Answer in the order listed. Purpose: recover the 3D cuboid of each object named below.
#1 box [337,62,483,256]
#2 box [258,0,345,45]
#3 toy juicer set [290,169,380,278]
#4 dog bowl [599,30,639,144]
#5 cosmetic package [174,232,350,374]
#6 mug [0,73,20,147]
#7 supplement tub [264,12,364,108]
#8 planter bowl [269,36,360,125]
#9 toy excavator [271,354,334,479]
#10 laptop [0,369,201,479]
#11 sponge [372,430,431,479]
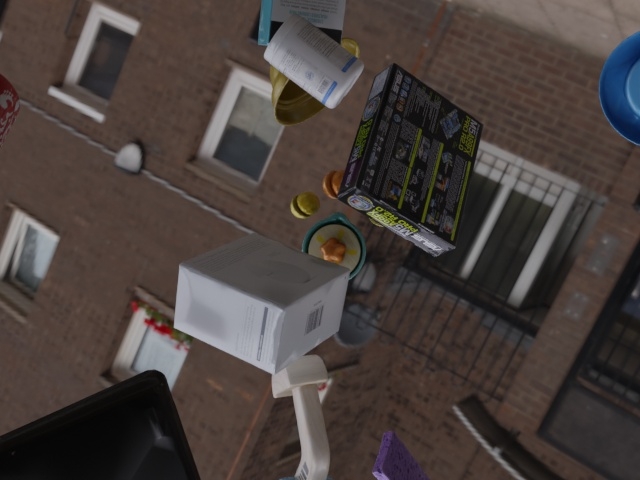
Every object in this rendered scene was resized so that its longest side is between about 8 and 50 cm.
[{"bbox_3d":[0.161,-0.139,1.382,0.216,0.270,0.060,29,151,-22],"label":"box"},{"bbox_3d":[-0.016,-0.370,1.035,0.100,0.244,0.060,3,-168,-19],"label":"box"},{"bbox_3d":[0.000,0.000,1.651,0.209,0.329,0.089,38,-172,13],"label":"toy juicer set"},{"bbox_3d":[0.532,-0.244,1.095,0.166,0.297,0.074,61,-156,2],"label":"dog bowl"},{"bbox_3d":[-0.104,0.105,1.444,0.224,0.138,0.224,22,-155,25],"label":"cosmetic package"},{"bbox_3d":[-0.393,-0.115,0.881,0.113,0.150,0.169,53,-146,-37],"label":"mug"},{"bbox_3d":[-0.007,-0.219,0.982,0.107,0.071,0.071,38,-169,0],"label":"supplement tub"},{"bbox_3d":[-0.033,-0.335,1.568,0.090,0.217,0.217,48,-162,17],"label":"planter bowl"},{"bbox_3d":[-0.015,0.502,1.547,0.222,0.445,0.433,-4,-132,-21],"label":"toy excavator"},{"bbox_3d":[-0.316,0.329,0.763,0.407,0.382,0.236,-23,-157,-22],"label":"laptop"},{"bbox_3d":[0.194,0.545,1.827,0.210,0.031,0.117,54,-146,-23],"label":"sponge"}]
